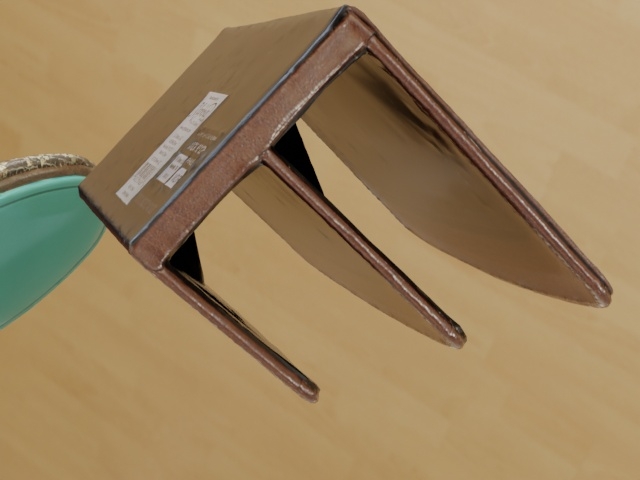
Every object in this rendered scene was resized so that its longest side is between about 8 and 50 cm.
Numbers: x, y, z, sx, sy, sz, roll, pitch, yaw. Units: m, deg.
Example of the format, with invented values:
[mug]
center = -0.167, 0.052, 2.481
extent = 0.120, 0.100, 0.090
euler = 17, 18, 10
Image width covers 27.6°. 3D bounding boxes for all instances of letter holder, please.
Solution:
[letter holder]
center = 0.000, 0.000, 0.748
extent = 0.214, 0.152, 0.302
euler = 43, 175, -16

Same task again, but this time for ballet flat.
[ballet flat]
center = -0.376, 0.061, 1.018
extent = 0.182, 0.483, 0.164
euler = 24, 141, 21
